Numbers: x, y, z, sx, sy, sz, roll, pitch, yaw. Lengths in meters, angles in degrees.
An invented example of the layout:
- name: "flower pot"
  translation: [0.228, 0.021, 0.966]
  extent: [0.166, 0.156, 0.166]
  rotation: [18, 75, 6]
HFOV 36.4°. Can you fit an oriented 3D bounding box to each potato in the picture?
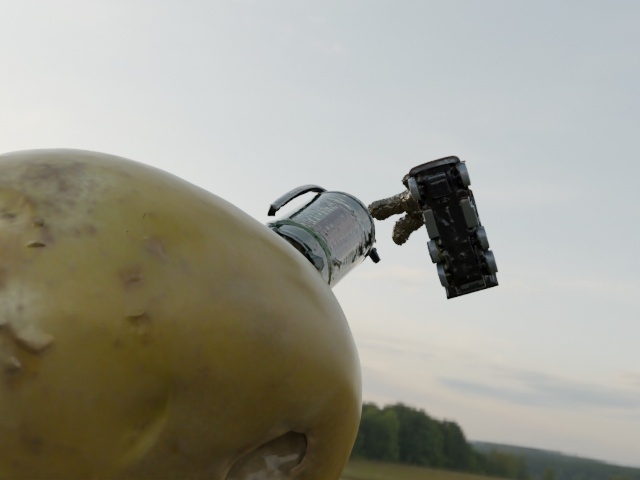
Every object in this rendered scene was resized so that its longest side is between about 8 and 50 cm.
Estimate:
- name: "potato"
  translation: [-0.073, 0.051, 0.402]
  extent: [0.150, 0.146, 0.234]
  rotation: [-33, -38, 17]

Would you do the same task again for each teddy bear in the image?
- name: "teddy bear"
  translation: [0.160, -0.056, 1.528]
  extent: [0.119, 0.078, 0.160]
  rotation: [50, -36, -12]

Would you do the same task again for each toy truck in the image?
- name: "toy truck"
  translation: [0.180, -0.019, 1.322]
  extent: [0.083, 0.192, 0.092]
  rotation: [-17, 5, 11]

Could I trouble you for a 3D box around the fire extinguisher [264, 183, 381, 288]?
- name: "fire extinguisher"
  translation: [0.000, 0.000, 0.997]
  extent: [0.093, 0.118, 0.294]
  rotation: [-34, 1, 22]
